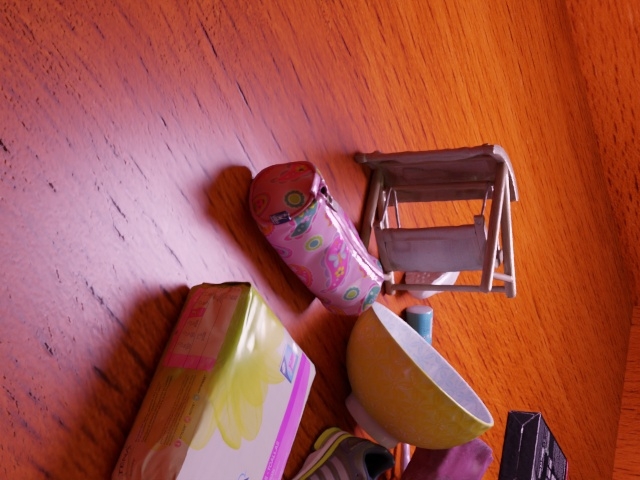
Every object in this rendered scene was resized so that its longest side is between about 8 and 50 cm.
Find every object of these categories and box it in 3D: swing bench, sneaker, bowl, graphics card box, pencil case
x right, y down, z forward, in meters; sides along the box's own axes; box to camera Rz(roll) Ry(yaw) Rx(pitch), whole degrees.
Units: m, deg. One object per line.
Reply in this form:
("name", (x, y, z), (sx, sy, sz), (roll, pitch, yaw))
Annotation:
("swing bench", (0.204, -0.031, 1.580), (0.165, 0.253, 0.255), (13, 78, -61))
("sneaker", (0.240, 0.070, 1.827), (0.235, 0.090, 0.095), (-41, 134, -53))
("bowl", (0.134, 0.255, 1.510), (0.156, 0.289, 0.289), (-45, 147, 7))
("graphics card box", (0.583, 0.638, 2.430), (0.371, 0.094, 0.233), (53, 45, -49))
("sneaker", (0.017, 0.395, 1.356), (0.300, 0.121, 0.111), (-53, 134, -48))
("pencil case", (0.000, 0.000, 1.343), (0.284, 0.124, 0.124), (56, 43, -47))

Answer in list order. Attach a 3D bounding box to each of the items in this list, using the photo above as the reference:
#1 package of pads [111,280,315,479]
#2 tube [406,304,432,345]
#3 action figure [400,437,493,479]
("package of pads", (-0.122, 0.223, 1.126), (0.229, 0.101, 0.296), (57, 41, -45))
("tube", (0.197, 0.234, 1.780), (0.080, 0.052, 0.207), (-19, 111, -55))
("action figure", (0.162, 0.487, 1.619), (0.248, 0.275, 0.370), (42, 71, -31))
